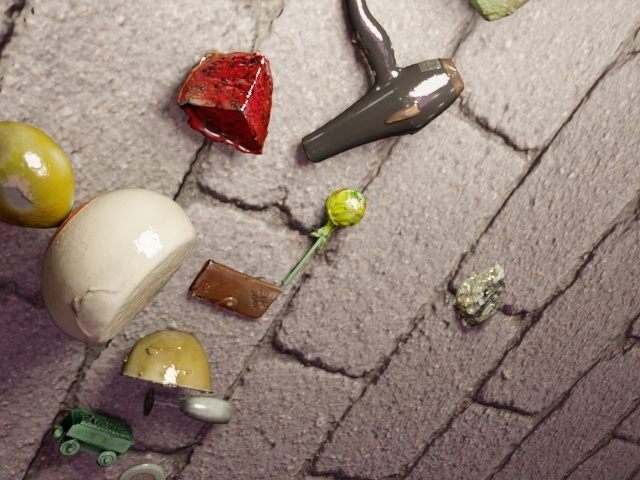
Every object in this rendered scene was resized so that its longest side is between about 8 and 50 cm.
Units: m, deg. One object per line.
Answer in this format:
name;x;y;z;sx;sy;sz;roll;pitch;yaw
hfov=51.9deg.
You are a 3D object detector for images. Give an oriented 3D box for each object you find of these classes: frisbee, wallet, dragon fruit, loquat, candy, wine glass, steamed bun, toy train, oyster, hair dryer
frisbee;-0.432;0.579;1.589;0.110;0.014;0.110;-10;126;-14
wallet;-0.174;0.104;1.346;0.176;0.026;0.095;25;114;-32
dragon fruit;-0.144;-0.230;1.099;0.161;0.121;0.127;67;43;-63
loquat;-0.465;-0.094;1.027;0.152;0.152;0.195;-30;136;1
candy;-0.002;-0.002;1.323;0.077;0.073;0.262;32;117;-15
wine glass;-0.291;0.375;1.469;0.198;0.066;0.066;18;115;-30
steamed bun;-0.348;0.027;1.093;0.177;0.283;0.283;41;106;1
toy train;-0.490;0.426;1.428;0.172;0.070;0.099;34;100;-34
oyster;0.381;0.137;1.558;0.125;0.064;0.177;-21;130;-11
hair dryer;0.056;-0.319;1.116;0.304;0.120;0.359;-22;119;13

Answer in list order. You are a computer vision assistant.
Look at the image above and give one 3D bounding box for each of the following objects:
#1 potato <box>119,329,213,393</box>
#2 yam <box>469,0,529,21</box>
potato;-0.297;0.243;1.342;0.202;0.182;0.117;22;70;-39
yam;0.321;-0.493;1.017;0.271;0.201;0.202;-38;127;16
